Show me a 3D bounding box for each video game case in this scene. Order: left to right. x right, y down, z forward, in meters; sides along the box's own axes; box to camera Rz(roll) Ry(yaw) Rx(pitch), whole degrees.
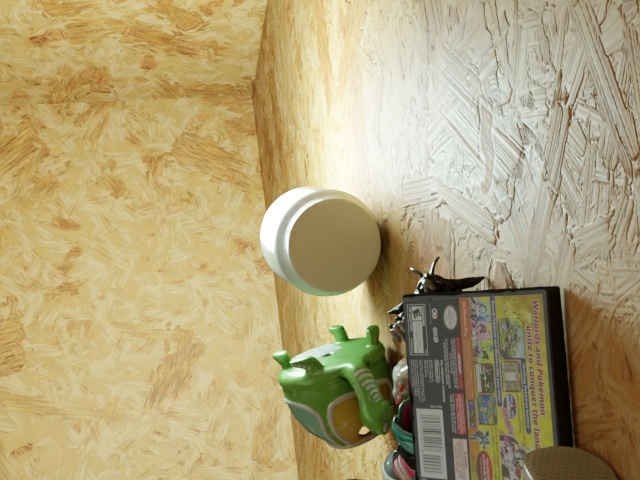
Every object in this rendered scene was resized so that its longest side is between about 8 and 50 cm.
[{"bbox_3d":[0.222,0.204,1.446,0.248,0.035,0.274,-6,87,46],"label":"video game case"}]

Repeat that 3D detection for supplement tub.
[{"bbox_3d":[0.000,0.000,2.376,0.325,0.235,0.235,-160,66,-78],"label":"supplement tub"}]

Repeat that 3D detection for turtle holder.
[{"bbox_3d":[0.064,0.316,2.286,0.320,0.243,0.227,-11,100,41],"label":"turtle holder"}]

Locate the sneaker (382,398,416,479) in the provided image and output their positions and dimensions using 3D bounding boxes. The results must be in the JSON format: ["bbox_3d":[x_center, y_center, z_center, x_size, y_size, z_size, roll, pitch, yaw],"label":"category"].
[{"bbox_3d":[0.172,0.356,1.868,0.295,0.124,0.178,-178,79,-72],"label":"sneaker"}]

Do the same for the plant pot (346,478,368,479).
[{"bbox_3d":[0.097,0.605,2.250,0.201,0.201,0.180,179,103,-80],"label":"plant pot"}]

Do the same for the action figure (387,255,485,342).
[{"bbox_3d":[0.194,0.139,1.612,0.141,0.164,0.275,60,-169,-66],"label":"action figure"}]

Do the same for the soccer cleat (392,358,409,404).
[{"bbox_3d":[0.167,0.255,2.042,0.196,0.068,0.076,102,164,-65],"label":"soccer cleat"}]

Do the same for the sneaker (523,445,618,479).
[{"bbox_3d":[0.306,0.358,1.226,0.282,0.102,0.161,-120,25,-67],"label":"sneaker"}]
